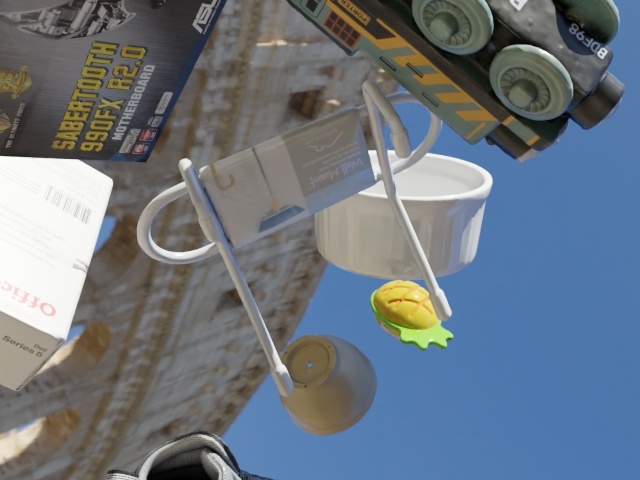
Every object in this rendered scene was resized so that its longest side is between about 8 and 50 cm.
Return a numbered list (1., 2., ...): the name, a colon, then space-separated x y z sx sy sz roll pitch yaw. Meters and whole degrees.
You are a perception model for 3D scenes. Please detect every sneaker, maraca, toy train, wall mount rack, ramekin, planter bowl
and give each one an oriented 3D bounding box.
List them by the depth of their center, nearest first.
1. sneaker: -0.050 0.235 0.765 0.269 0.101 0.153 5 -32 5
2. toy train: 0.119 -0.206 0.837 0.334 0.142 0.190 38 -25 -4
3. wall mount rack: 0.000 0.000 0.963 0.304 0.350 0.130 70 -6 -48
4. ramekin: 0.118 -0.042 1.391 0.277 0.277 0.135 16 -67 36
5. planter bowl: -0.002 0.216 1.447 0.162 0.162 0.109 22 -22 34
6. maraca: 0.162 0.139 1.637 0.185 0.127 0.099 -126 -142 -50

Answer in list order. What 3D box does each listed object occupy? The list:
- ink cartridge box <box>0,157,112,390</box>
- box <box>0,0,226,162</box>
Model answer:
1. ink cartridge box: -0.363 0.000 1.001 0.198 0.272 0.115 32 -56 -23
2. box: -0.194 -0.162 0.743 0.231 0.183 0.056 -53 -129 39
